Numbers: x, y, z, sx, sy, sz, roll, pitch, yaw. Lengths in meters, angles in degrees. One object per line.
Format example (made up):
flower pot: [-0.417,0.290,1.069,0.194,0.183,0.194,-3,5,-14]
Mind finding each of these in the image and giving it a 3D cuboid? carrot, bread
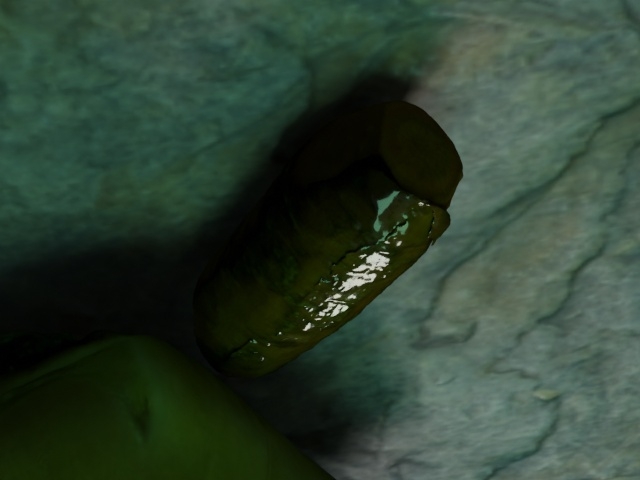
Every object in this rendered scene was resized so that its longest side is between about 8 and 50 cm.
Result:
carrot: [0.000,0.000,0.929,0.082,0.082,0.173,17,141,-31]
bread: [-0.103,0.195,1.050,0.251,0.208,0.376,-9,144,27]
